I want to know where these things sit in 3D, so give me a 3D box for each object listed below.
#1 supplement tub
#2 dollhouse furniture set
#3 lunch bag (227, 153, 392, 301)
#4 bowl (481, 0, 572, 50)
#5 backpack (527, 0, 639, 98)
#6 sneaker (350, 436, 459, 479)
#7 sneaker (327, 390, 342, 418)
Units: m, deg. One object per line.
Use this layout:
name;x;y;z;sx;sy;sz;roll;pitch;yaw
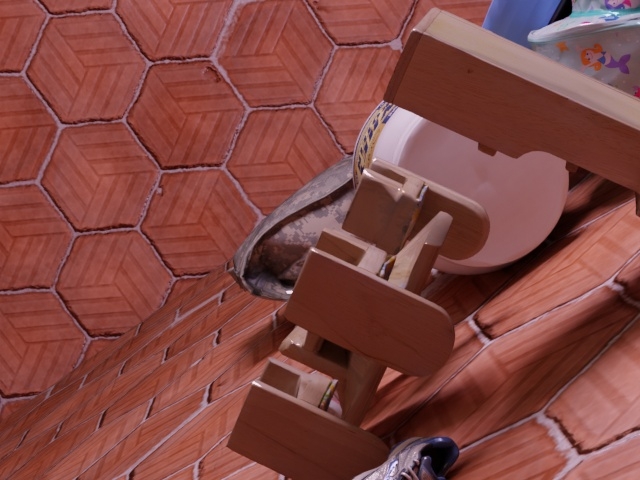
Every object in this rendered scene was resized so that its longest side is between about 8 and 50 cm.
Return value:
supplement tub;0.164;-0.080;1.886;0.228;0.228;0.316;-36;7;-1
dollhouse furniture set;0.133;0.022;1.481;0.362;0.256;0.394;-55;-11;-71
lunch bag;0.000;0.000;2.378;0.287;0.169;0.235;-31;7;-2
bowl;0.344;-0.329;2.046;0.391;0.077;0.391;-45;-21;-22
backpack;0.364;-0.228;1.816;0.254;0.191;0.225;-16;10;1
sneaker;0.066;0.194;1.272;0.058;0.052;0.135;-24;14;42
sneaker;0.003;0.172;1.695;0.070;0.051;0.134;-45;7;-28
